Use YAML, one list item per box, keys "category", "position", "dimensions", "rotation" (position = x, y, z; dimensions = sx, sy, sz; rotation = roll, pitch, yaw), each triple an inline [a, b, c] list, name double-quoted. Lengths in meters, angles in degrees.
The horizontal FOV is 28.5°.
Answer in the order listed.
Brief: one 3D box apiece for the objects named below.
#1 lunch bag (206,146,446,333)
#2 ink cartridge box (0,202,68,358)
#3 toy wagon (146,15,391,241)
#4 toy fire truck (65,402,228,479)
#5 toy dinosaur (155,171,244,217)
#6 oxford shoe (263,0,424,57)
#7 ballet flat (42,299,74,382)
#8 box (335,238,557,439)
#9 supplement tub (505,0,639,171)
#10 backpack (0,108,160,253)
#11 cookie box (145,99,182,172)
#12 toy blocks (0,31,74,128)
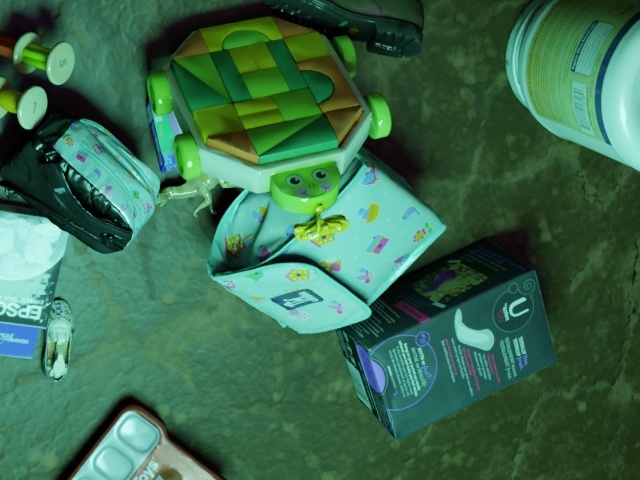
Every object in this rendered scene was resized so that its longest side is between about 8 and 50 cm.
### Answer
- category: "lunch bag"
  position: [0.000, 0.000, 1.671]
  dimensions: [0.262, 0.160, 0.223]
  rotation: [-47, 139, 7]
- category: "ink cartridge box"
  position: [-0.441, 0.051, 1.599]
  dimensions: [0.206, 0.045, 0.208]
  rotation: [9, 105, -24]
- category: "toy wagon"
  position: [-0.050, -0.145, 1.530]
  dimensions: [0.267, 0.344, 0.068]
  rotation: [-14, 140, -16]
- category: "toy fire truck"
  position: [-0.260, 0.407, 1.740]
  dimensions: [0.254, 0.169, 0.302]
  rotation: [39, 90, -3]
- category: "toy dinosaur"
  position: [-0.134, -0.092, 1.665]
  dimensions: [0.183, 0.053, 0.092]
  rotation: [-44, 115, -3]
- category: "oxford shoe"
  position: [0.028, -0.314, 1.650]
  dimensions: [0.227, 0.083, 0.096]
  rotation: [14, 71, -16]
- category: "ballet flat"
  position: [-0.345, 0.137, 1.666]
  dimensions: [0.041, 0.041, 0.114]
  rotation: [2, 106, -21]
- category: "box"
  position: [0.177, 0.139, 1.808]
  dimensions: [0.270, 0.143, 0.165]
  rotation: [-24, 116, -13]
- category: "supplement tub"
  position: [0.405, -0.225, 1.678]
  dimensions: [0.228, 0.316, 0.228]
  rotation: [-7, 110, -19]
- category: "backpack"
  position: [-0.290, -0.071, 1.556]
  dimensions: [0.182, 0.152, 0.115]
  rotation: [40, 59, -16]
- category: "cookie box"
  position: [-0.162, -0.144, 1.624]
  dimensions: [0.107, 0.040, 0.092]
  rotation: [-12, 83, -17]
- category: "toy blocks"
  position: [-0.387, -0.203, 1.510]
  dimensions: [0.054, 0.148, 0.123]
  rotation: [73, 39, -58]
